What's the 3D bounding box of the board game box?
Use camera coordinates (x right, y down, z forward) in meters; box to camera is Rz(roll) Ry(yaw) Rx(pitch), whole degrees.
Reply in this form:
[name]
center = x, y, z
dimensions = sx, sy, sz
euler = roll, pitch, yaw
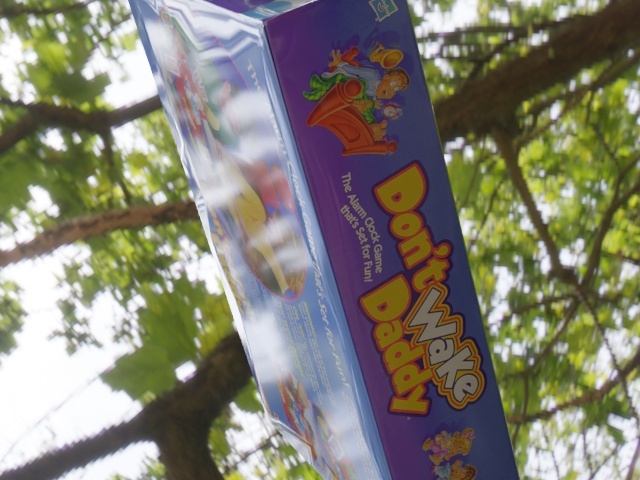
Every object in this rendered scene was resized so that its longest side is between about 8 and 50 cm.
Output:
[board game box]
center = 0.000, 0.000, 0.803
dimensions = 0.078, 0.347, 0.233
euler = -24, -153, -17
